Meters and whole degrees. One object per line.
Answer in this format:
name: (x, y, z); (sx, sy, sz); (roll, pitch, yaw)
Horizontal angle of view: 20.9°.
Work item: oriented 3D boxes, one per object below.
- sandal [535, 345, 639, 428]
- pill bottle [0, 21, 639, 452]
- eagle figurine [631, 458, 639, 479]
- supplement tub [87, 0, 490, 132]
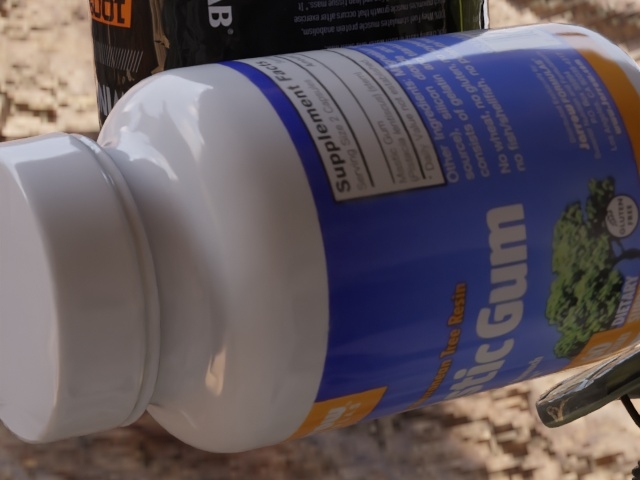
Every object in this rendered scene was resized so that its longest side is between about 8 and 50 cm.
sandal: (0.278, 0.109, 1.167); (0.302, 0.086, 0.120); (4, -23, -35)
pill bottle: (0.000, 0.000, 0.696); (0.272, 0.152, 0.152); (-11, -40, -29)
eagle figurine: (0.296, 0.060, 0.888); (0.225, 0.226, 0.298); (-14, -59, -24)
supplement tub: (-0.018, -0.151, 0.881); (0.207, 0.207, 0.338); (-5, -75, -4)
